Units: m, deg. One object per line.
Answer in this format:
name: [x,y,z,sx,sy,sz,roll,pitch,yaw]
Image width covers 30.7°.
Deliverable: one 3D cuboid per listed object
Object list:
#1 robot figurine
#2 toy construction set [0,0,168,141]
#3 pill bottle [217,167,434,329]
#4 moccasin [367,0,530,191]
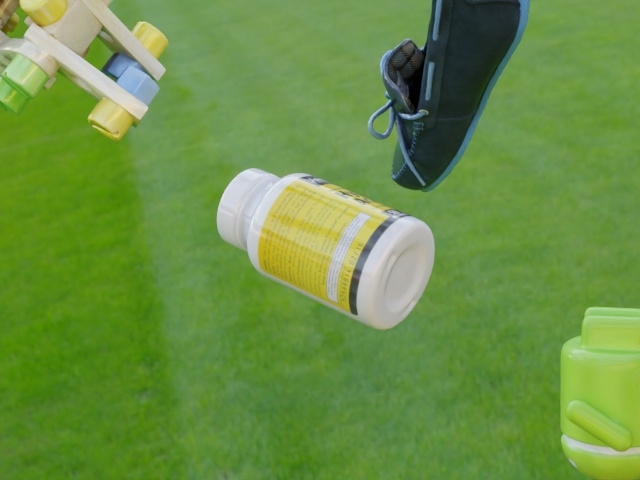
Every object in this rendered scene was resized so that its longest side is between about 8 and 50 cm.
robot figurine: [0.187,0.102,0.745,0.067,0.115,0.101,1,10,14]
toy construction set: [-0.260,-0.217,0.852,0.151,0.328,0.215,-43,31,-20]
pill bottle: [0.000,0.000,0.653,0.116,0.065,0.065,23,35,30]
moccasin: [0.122,-0.188,1.286,0.116,0.342,0.138,9,50,-10]
